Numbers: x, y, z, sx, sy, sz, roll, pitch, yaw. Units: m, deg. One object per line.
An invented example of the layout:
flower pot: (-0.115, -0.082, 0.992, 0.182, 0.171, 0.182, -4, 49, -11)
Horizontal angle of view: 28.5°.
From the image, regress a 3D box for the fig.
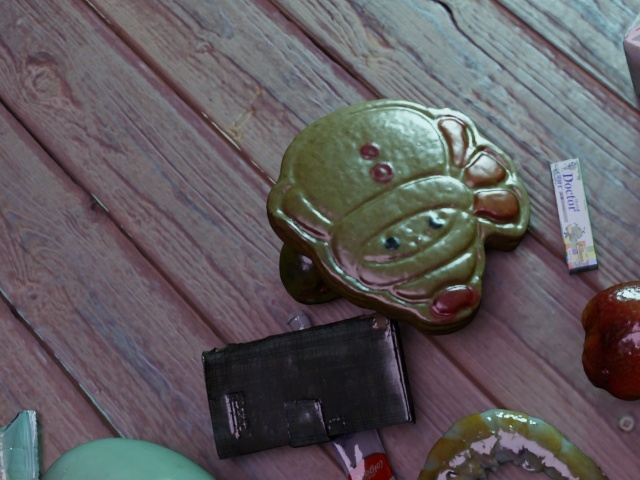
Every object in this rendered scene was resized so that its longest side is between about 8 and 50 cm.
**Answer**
fig: (-0.009, 0.000, 1.873, 0.133, 0.126, 0.185, -28, 72, 25)

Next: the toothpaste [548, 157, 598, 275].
toothpaste: (0.360, -0.033, 1.795, 0.046, 0.034, 0.164, -11, 73, 13)

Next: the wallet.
wallet: (-0.023, 0.211, 1.816, 0.316, 0.044, 0.169, -14, 79, 23)

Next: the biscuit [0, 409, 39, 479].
biscuit: (-0.585, 0.388, 2.003, 0.309, 0.079, 0.186, -19, 69, 15)

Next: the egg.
egg: (-0.239, 0.437, 1.755, 0.389, 0.276, 0.276, 35, 89, 26)

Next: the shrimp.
shrimp: (0.253, 0.325, 1.734, 0.287, 0.068, 0.185, -8, 78, 8)

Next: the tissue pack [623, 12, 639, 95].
tissue pack: (0.541, -0.236, 1.701, 0.225, 0.185, 0.124, 27, 87, 24)

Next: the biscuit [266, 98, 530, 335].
biscuit: (0.119, -0.040, 1.801, 0.358, 0.074, 0.381, -23, 61, -11)

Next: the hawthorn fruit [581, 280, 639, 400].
hawthorn fruit: (0.429, 0.135, 1.660, 0.179, 0.173, 0.174, 15, 79, -16)

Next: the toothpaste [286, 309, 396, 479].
toothpaste: (0.024, 0.238, 1.841, 0.075, 0.048, 0.301, -29, 70, 7)
